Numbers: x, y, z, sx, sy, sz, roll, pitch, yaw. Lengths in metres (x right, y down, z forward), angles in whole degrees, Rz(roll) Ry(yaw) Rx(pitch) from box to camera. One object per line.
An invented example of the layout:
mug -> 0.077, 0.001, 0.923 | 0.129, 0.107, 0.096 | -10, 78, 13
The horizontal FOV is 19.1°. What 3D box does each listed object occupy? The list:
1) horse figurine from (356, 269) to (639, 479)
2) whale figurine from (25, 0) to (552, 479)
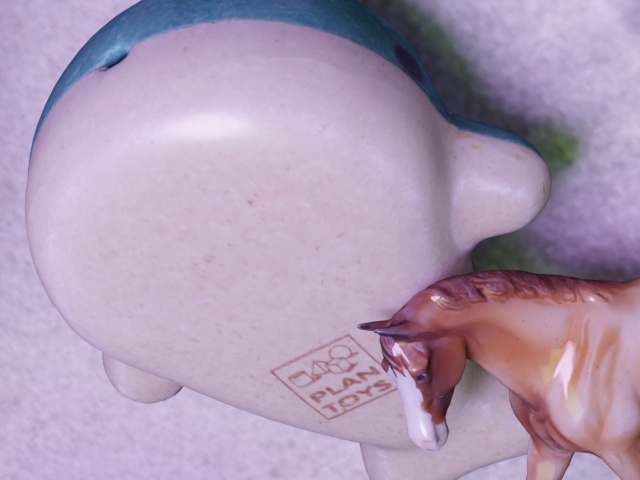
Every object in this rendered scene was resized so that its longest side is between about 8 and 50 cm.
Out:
horse figurine -> 0.159, 0.058, 0.765 | 0.263, 0.066, 0.174 | -19, 108, -3
whale figurine -> 0.000, 0.000, 0.803 | 0.216, 0.141, 0.272 | -28, 127, 24
